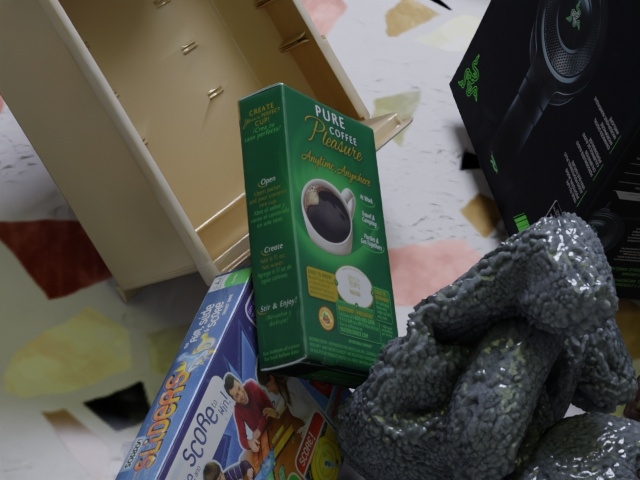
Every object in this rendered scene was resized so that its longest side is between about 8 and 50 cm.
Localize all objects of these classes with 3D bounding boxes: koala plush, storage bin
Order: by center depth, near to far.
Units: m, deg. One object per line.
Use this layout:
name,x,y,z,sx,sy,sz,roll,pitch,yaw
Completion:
koala plush,0.139,0.142,0.849,0.203,0.196,0.221,-34,61,-1
storage bin,-0.092,-0.135,1.003,0.260,0.123,0.262,-41,105,-40

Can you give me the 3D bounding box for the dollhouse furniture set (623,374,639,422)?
dollhouse furniture set,0.204,0.091,0.981,0.114,0.081,0.091,25,45,11

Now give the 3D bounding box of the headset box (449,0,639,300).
headset box,0.227,-0.124,1.061,0.131,0.283,0.246,4,46,-21

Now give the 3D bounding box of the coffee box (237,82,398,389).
coffee box,0.000,0.000,0.912,0.113,0.040,0.184,18,61,-52

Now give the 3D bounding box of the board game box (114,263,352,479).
board game box,-0.046,0.131,0.850,0.035,0.136,0.201,-17,32,32
